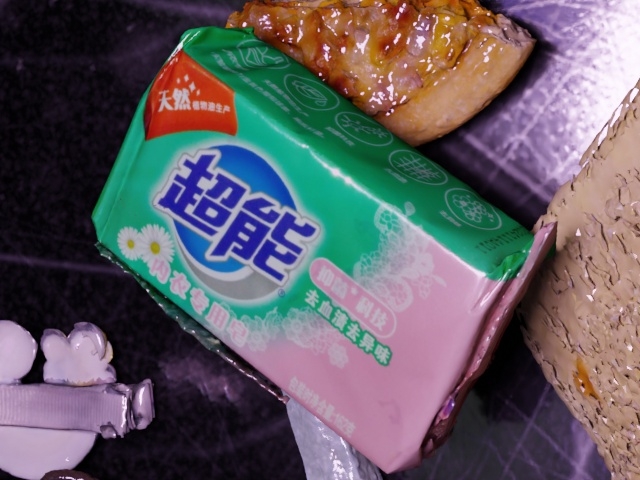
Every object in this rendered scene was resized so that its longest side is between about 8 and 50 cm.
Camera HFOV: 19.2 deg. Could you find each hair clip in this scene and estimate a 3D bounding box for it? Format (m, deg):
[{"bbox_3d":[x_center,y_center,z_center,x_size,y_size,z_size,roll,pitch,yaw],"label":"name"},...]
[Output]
[{"bbox_3d":[-0.200,0.115,1.353,0.172,0.049,0.116,1,89,28],"label":"hair clip"}]

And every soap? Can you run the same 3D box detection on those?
[{"bbox_3d":[0.001,0.000,1.166,0.273,0.098,0.218,38,117,21],"label":"soap"}]

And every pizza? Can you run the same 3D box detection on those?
[{"bbox_3d":[0.017,-0.111,1.230,0.246,0.058,0.127,10,100,23],"label":"pizza"}]

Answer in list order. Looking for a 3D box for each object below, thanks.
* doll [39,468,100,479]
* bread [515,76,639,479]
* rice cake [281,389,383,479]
[{"bbox_3d":[-0.195,0.226,1.347,0.165,0.057,0.139,2,105,9],"label":"doll"},{"bbox_3d":[0.292,-0.004,1.109,0.248,0.279,0.315,55,155,13],"label":"bread"},{"bbox_3d":[-0.012,0.065,1.265,0.045,0.042,0.245,-20,85,31],"label":"rice cake"}]
